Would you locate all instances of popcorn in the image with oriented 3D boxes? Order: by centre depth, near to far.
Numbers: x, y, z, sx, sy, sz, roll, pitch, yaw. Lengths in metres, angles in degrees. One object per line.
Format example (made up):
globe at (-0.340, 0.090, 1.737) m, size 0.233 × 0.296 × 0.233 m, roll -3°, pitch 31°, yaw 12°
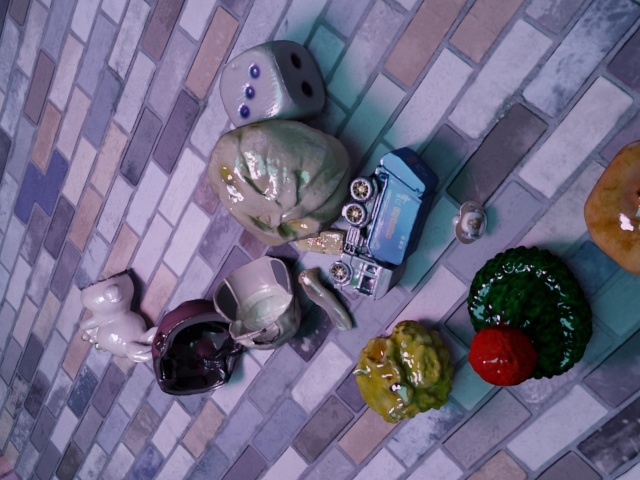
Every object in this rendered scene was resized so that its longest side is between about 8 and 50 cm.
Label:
popcorn at (0.197, 0.320, 1.448) m, size 0.249 × 0.225 × 0.249 m, roll 13°, pitch 112°, yaw 35°

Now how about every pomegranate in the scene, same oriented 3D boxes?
pomegranate at (0.597, -0.063, 1.061) m, size 0.229 × 0.270 × 0.252 m, roll 46°, pitch 115°, yaw 24°

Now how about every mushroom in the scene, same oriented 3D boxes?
mushroom at (0.017, 0.161, 1.627) m, size 0.202 × 0.054 × 0.059 m, roll 50°, pitch 129°, yaw 5°

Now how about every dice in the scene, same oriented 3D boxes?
dice at (-0.116, -0.367, 1.478) m, size 0.193 × 0.194 × 0.192 m, roll -17°, pitch 92°, yaw 36°

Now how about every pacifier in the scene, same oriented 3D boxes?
pacifier at (0.332, -0.041, 1.367) m, size 0.078 × 0.081 × 0.099 m, roll 13°, pitch 85°, yaw 62°

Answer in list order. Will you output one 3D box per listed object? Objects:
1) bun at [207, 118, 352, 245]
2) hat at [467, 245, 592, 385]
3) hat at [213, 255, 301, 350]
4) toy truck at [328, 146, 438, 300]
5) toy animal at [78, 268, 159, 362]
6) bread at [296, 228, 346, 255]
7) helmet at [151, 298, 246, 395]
bun at (-0.104, -0.118, 1.451) m, size 0.365 × 0.365 × 0.219 m, roll -16°, pitch 51°, yaw 34°
hat at (0.405, 0.168, 1.207) m, size 0.274 × 0.332 × 0.242 m, roll 50°, pitch 125°, yaw 9°
hat at (-0.166, 0.176, 1.682) m, size 0.232 × 0.161 × 0.275 m, roll -25°, pitch 64°, yaw -2°
toy truck at (0.147, -0.037, 1.430) m, size 0.175 × 0.146 × 0.367 m, roll 24°, pitch 115°, yaw 21°
toy animal at (-0.660, 0.264, 1.999) m, size 0.247 × 0.183 × 0.310 m, roll -23°, pitch 90°, yaw 35°
bread at (0.000, 0.000, 1.604) m, size 0.153 × 0.028 × 0.068 m, roll 8°, pitch 109°, yaw 32°
helmet at (-0.374, 0.294, 1.801) m, size 0.197 × 0.271 × 0.338 m, roll 52°, pitch 133°, yaw 50°
